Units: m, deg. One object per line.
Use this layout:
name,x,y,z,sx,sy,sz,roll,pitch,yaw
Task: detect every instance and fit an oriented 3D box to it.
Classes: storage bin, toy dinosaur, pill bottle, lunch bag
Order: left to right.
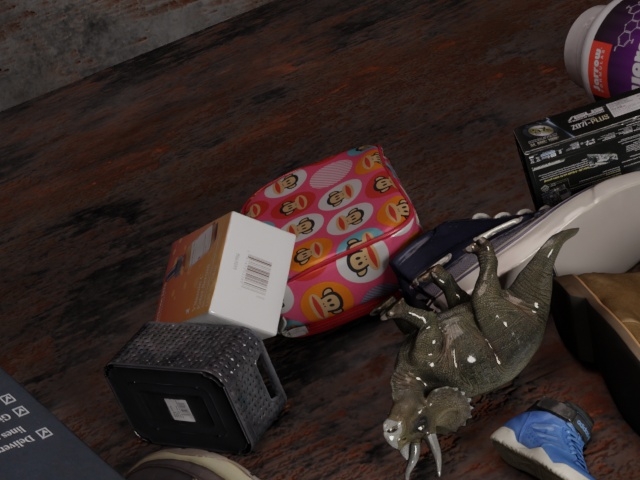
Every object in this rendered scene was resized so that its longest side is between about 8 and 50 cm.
storage bin,-0.144,0.169,1.424,0.180,0.122,0.084,1,34,35
lunch bag,0.000,0.000,1.624,0.258,0.120,0.293,-23,28,4
toy dinosaur,0.156,0.101,1.302,0.313,0.160,0.121,-35,2,-19
pill bottle,0.474,-0.232,1.650,0.181,0.181,0.323,-31,29,-18

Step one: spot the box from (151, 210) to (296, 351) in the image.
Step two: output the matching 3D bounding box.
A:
box,-0.119,0.056,1.492,0.170,0.091,0.130,-24,50,56

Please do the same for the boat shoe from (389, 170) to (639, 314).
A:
boat shoe,0.239,-0.002,1.455,0.341,0.127,0.158,-28,36,-12

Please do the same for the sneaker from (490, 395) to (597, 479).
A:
sneaker,0.237,0.196,1.181,0.085,0.058,0.152,-39,25,-14

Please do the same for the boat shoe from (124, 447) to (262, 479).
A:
boat shoe,-0.088,0.294,1.155,0.355,0.132,0.130,7,38,43

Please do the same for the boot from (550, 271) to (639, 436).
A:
boot,0.332,0.105,1.241,0.115,0.112,0.305,-11,25,-4

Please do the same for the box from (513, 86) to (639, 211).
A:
box,0.345,-0.088,1.519,0.180,0.147,0.077,-18,28,7

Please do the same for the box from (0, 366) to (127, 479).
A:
box,-0.272,0.307,0.933,0.395,0.212,0.294,35,34,28
